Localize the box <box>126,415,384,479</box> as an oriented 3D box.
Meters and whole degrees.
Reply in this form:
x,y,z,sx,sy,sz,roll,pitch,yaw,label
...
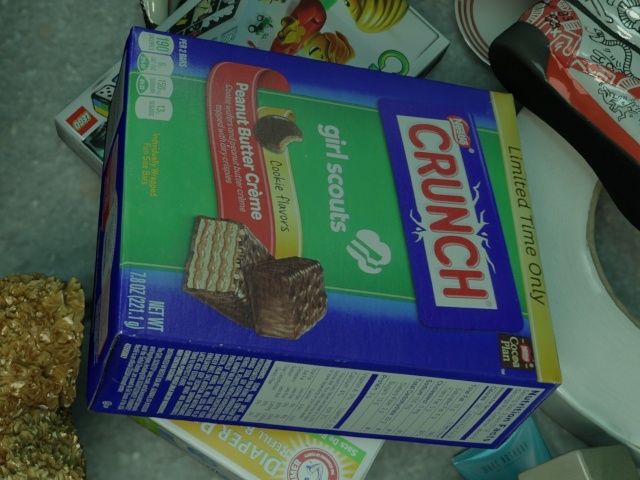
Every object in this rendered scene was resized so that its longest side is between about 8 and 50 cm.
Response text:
x,y,z,sx,sy,sz,roll,pitch,yaw,label
-0.056,0.136,0.880,0.203,0.114,0.103,33,73,2,box

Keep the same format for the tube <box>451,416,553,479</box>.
x,y,z,sx,sy,sz,roll,pitch,yaw,label
0.195,0.250,0.914,0.080,0.052,0.207,-26,72,-18,tube

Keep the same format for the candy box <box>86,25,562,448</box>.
x,y,z,sx,sy,sz,roll,pitch,yaw,label
0.000,0.000,0.831,0.317,0.122,0.268,8,55,-18,candy box

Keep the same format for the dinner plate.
x,y,z,sx,sy,sz,roll,pitch,yaw,label
0.196,-0.216,1.060,0.141,0.017,0.141,2,74,-5,dinner plate

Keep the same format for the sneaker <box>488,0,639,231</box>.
x,y,z,sx,sy,sz,roll,pitch,yaw,label
0.281,-0.111,0.927,0.145,0.090,0.270,-39,79,-13,sneaker

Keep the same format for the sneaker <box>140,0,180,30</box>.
x,y,z,sx,sy,sz,roll,pitch,yaw,label
-0.122,-0.263,1.015,0.075,0.057,0.161,4,71,0,sneaker

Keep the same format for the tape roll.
x,y,z,sx,sy,sz,roll,pitch,yaw,label
0.324,0.009,0.982,0.392,0.072,0.392,2,75,-6,tape roll

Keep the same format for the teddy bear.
x,y,z,sx,sy,sz,roll,pitch,yaw,label
-0.234,0.191,0.784,0.113,0.245,0.338,2,102,-24,teddy bear

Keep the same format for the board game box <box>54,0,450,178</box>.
x,y,z,sx,sy,sz,roll,pitch,yaw,label
-0.056,-0.135,0.988,0.193,0.053,0.305,43,74,5,board game box

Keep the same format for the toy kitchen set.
x,y,z,sx,sy,sz,roll,pitch,yaw,label
0.159,0.272,0.850,0.207,0.122,0.166,-30,69,25,toy kitchen set
